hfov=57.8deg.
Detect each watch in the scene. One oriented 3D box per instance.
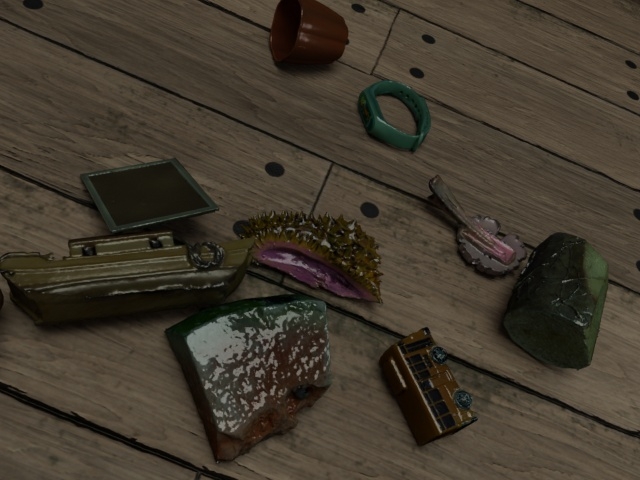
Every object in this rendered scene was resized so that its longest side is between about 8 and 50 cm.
[{"bbox_3d":[0.207,-0.343,1.591,0.195,0.068,0.236,0,52,-21],"label":"watch"}]

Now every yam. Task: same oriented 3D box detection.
[{"bbox_3d":[0.530,0.122,1.288,0.202,0.202,0.271,13,48,37],"label":"yam"}]

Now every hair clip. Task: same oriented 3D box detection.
[{"bbox_3d":[0.367,-0.036,1.420,0.300,0.069,0.173,45,55,2],"label":"hair clip"}]

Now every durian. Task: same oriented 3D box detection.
[{"bbox_3d":[-0.001,0.000,1.247,0.342,0.112,0.191,21,54,-1],"label":"durian"}]

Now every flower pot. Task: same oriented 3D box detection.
[{"bbox_3d":[-0.026,-0.572,1.611,0.173,0.190,0.190,5,54,-30],"label":"flower pot"}]

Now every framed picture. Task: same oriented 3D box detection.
[{"bbox_3d":[-0.356,-0.097,1.189,0.217,0.017,0.274,-13,36,-26],"label":"framed picture"}]

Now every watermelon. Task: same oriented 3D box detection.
[{"bbox_3d":[-0.112,0.203,1.041,0.264,0.151,0.301,-13,61,-26],"label":"watermelon"}]

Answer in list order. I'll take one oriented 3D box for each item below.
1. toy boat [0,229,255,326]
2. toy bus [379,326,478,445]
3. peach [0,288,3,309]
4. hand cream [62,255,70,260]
[{"bbox_3d":[-0.337,0.055,1.069,0.446,0.135,0.162,-5,53,-18],"label":"toy boat"},{"bbox_3d":[0.199,0.282,1.126,0.114,0.098,0.200,-13,63,-26],"label":"toy bus"},{"bbox_3d":[-0.605,0.122,0.902,0.233,0.232,0.232,9,54,-13],"label":"peach"},{"bbox_3d":[-0.412,0.046,1.128,0.163,0.039,0.062,-8,61,-17],"label":"hand cream"}]
